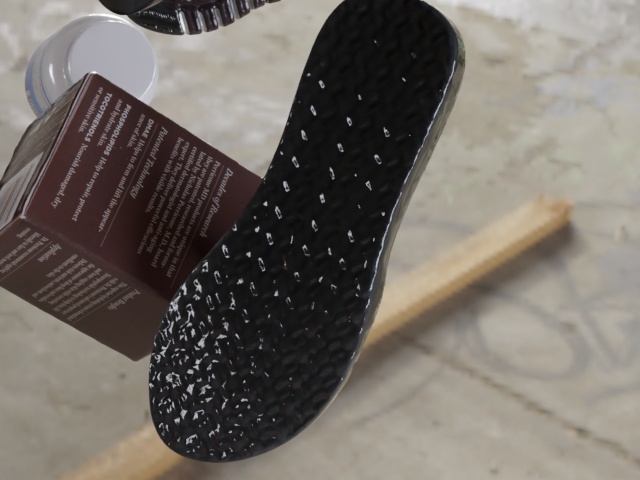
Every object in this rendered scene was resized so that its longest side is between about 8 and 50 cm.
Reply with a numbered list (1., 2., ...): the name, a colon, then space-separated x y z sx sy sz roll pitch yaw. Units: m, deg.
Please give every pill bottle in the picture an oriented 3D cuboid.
1. pill bottle: -0.242 -0.177 1.820 0.124 0.124 0.221 -7 2 -18

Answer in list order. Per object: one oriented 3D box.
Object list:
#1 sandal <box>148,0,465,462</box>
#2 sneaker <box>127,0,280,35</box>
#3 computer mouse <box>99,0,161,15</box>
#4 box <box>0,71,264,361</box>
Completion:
1. sandal: 0.003 0.000 1.480 0.167 0.446 0.107 30 5 16
2. sneaker: -0.128 -0.337 2.167 0.281 0.106 0.162 -12 20 -13
3. computer mouse: -0.104 -0.271 1.281 0.071 0.242 0.041 41 23 15
4. box: -0.194 -0.018 1.593 0.203 0.168 0.167 32 60 -20
